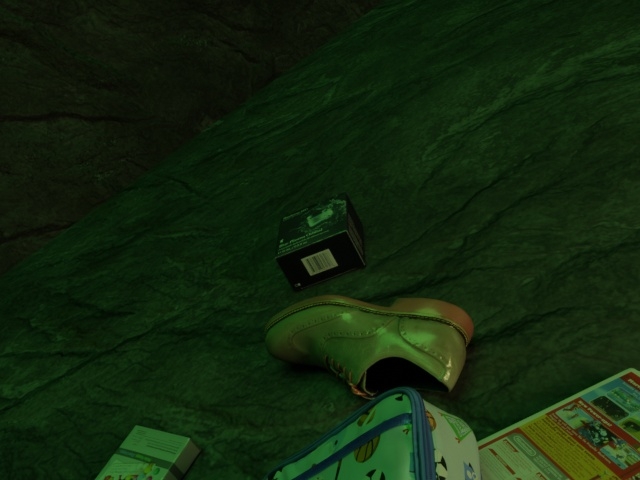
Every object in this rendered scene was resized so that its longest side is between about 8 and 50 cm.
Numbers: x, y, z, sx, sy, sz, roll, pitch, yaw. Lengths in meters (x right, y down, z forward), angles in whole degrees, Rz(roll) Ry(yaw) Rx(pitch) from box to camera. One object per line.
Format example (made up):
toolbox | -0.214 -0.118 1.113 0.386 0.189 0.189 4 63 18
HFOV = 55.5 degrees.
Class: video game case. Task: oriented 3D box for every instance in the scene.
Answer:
video game case | 0.277 0.239 0.602 0.285 0.025 0.204 -20 25 -14

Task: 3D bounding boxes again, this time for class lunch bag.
lunch bag | 0.028 0.299 0.617 0.303 0.114 0.243 -42 28 32

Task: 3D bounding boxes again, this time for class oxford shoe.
oxford shoe | 0.045 0.164 0.904 0.348 0.123 0.130 -9 40 33

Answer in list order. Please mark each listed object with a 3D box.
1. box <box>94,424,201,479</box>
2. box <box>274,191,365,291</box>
box | -0.292 0.382 0.940 0.145 0.038 0.186 -3 40 39
box | 0.000 0.000 1.224 0.155 0.093 0.158 -21 29 14
